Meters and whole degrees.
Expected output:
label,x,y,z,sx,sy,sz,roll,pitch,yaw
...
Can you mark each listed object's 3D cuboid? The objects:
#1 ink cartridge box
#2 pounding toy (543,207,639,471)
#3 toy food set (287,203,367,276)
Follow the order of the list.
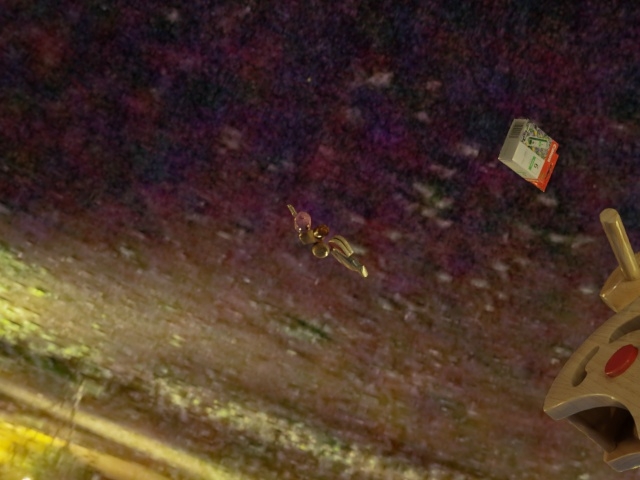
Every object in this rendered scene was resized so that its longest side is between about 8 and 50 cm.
label,x,y,z,sx,sy,sz,roll,pitch,yaw
ink cartridge box,0.303,-0.117,1.038,0.115,0.063,0.029,27,173,-35
pounding toy,0.220,0.083,0.538,0.155,0.154,0.269,40,-167,2
toy food set,0.000,0.000,0.870,0.122,0.019,0.078,30,157,49
